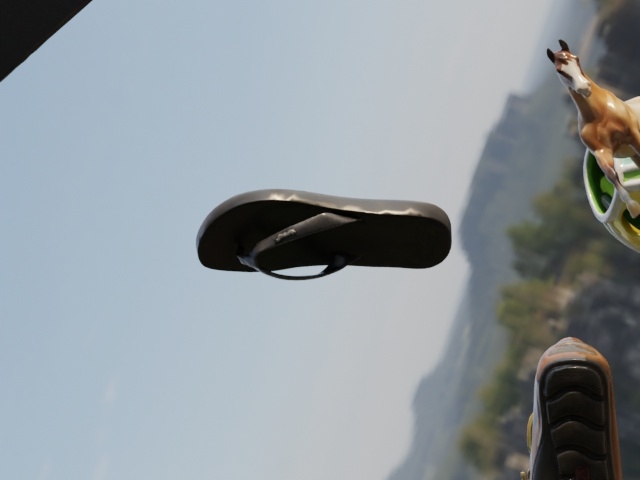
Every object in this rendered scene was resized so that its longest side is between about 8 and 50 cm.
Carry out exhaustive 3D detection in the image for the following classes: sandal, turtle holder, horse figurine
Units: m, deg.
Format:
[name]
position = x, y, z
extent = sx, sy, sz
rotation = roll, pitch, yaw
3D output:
[sandal]
position = 0.000, -0.001, 1.486
extent = 0.054, 0.254, 0.097
rotation = -86, -9, -46
[turtle holder]
position = 0.506, -0.060, 2.156
extent = 0.243, 0.227, 0.320
rotation = 124, 145, -69
[horse figurine]
position = 0.316, -0.092, 1.481
extent = 0.066, 0.174, 0.263
rotation = -43, -28, 27

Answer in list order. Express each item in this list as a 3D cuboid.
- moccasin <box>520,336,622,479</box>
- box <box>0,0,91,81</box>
[moccasin]
position = 0.320, 0.315, 1.958
extent = 0.147, 0.139, 0.380
rotation = -47, -50, -78
[box]
position = -0.208, -0.269, 1.031
extent = 0.343, 0.179, 0.312
rotation = -41, 24, 7
